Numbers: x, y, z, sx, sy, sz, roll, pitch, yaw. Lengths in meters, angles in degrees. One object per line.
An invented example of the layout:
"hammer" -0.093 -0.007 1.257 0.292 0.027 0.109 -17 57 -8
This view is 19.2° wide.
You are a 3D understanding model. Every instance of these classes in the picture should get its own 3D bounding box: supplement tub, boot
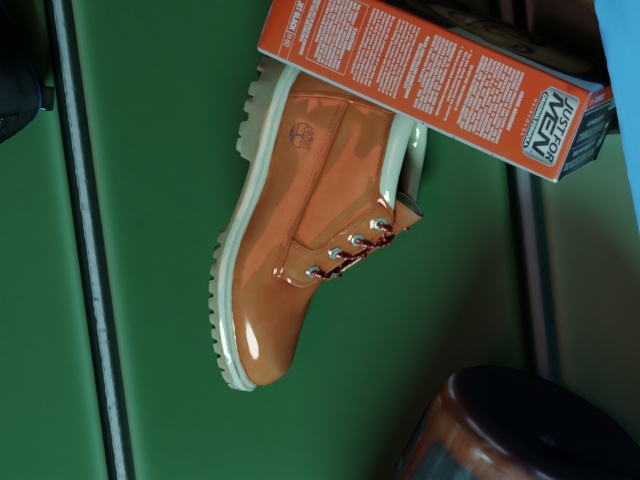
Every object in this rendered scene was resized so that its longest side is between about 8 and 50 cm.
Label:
"supplement tub" 0.058 0.159 0.825 0.106 0.106 0.198 32 111 14
"boot" 0.000 0.000 0.847 0.084 0.059 0.158 16 105 14

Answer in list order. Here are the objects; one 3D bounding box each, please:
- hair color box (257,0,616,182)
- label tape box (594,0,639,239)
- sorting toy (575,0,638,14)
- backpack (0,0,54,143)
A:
"hair color box" 0.053 -0.075 0.801 0.141 0.072 0.043 26 109 15
"label tape box" 0.244 0.026 0.655 0.333 0.106 0.241 0 113 35
"sorting toy" 0.068 -0.245 0.695 0.255 0.089 0.257 36 153 7
"backpack" -0.240 -0.087 0.897 0.173 0.117 0.158 -25 89 27
